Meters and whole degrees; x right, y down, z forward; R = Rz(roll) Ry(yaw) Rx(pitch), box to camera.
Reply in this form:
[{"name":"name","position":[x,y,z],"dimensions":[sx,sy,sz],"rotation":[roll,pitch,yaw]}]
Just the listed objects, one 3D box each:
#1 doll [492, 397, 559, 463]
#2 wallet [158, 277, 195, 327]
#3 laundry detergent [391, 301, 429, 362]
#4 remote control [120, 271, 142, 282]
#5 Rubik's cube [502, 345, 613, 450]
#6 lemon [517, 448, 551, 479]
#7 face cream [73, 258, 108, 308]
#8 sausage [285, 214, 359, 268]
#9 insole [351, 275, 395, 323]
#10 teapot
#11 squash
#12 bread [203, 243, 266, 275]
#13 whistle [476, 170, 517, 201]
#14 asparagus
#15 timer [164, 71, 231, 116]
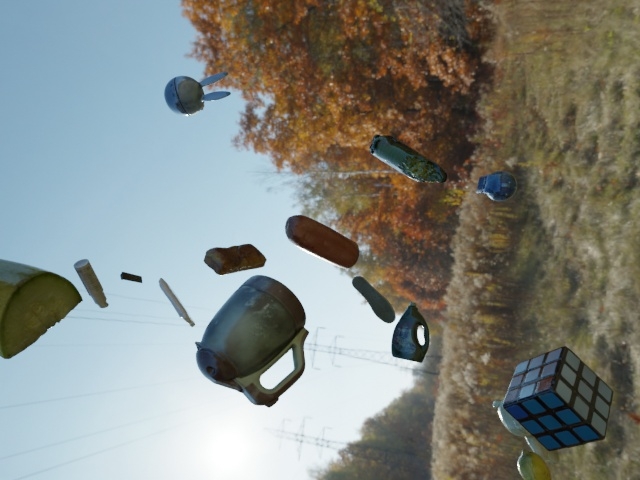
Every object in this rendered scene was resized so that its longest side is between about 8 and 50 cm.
[{"name":"doll","position":[0.752,0.652,1.545],"dimensions":[0.149,0.278,0.175],"rotation":[-47,16,-4]},{"name":"wallet","position":[-0.495,0.214,1.507],"dimensions":[0.032,0.183,0.124],"rotation":[-37,-19,-15]},{"name":"laundry detergent","position":[0.335,0.332,1.608],"dimensions":[0.063,0.138,0.210],"rotation":[30,-111,-56]},{"name":"remote control","position":[-0.679,0.135,1.578],"dimensions":[0.091,0.016,0.034],"rotation":[31,-143,-61]},{"name":"Rubik's cube","position":[0.576,0.383,1.070],"dimensions":[0.163,0.160,0.162],"rotation":[-42,-6,-41]},{"name":"lemon","position":[0.615,0.661,1.271],"dimensions":[0.110,0.082,0.082],"rotation":[59,-175,19]},{"name":"face cream","position":[-0.524,0.104,1.013],"dimensions":[0.034,0.034,0.130],"rotation":[-65,-29,-52]},{"name":"sausage","position":[0.000,0.000,1.435],"dimensions":[0.113,0.259,0.113],"rotation":[-50,24,32]},{"name":"insole","position":[0.204,0.223,1.658],"dimensions":[0.232,0.080,0.003],"rotation":[49,-154,-7]},{"name":"teapot","position":[-0.188,0.306,1.278],"dimensions":[0.312,0.315,0.233],"rotation":[-47,-11,-39]},{"name":"squash","position":[-0.731,0.127,1.037],"dimensions":[0.236,0.155,0.203],"rotation":[-65,-24,-60]},{"name":"bread","position":[-0.330,0.074,1.751],"dimensions":[0.271,0.139,0.077],"rotation":[-6,-53,-58]},{"name":"whistle","position":[0.491,-0.150,1.214],"dimensions":[0.158,0.091,0.090],"rotation":[-33,-54,-80]},{"name":"asparagus","position":[0.331,-0.315,1.711],"dimensions":[0.129,0.382,0.108],"rotation":[19,-71,-36]},{"name":"timer","position":[-0.500,-0.586,1.787],"dimensions":[0.175,0.256,0.175],"rotation":[174,90,-74]}]
